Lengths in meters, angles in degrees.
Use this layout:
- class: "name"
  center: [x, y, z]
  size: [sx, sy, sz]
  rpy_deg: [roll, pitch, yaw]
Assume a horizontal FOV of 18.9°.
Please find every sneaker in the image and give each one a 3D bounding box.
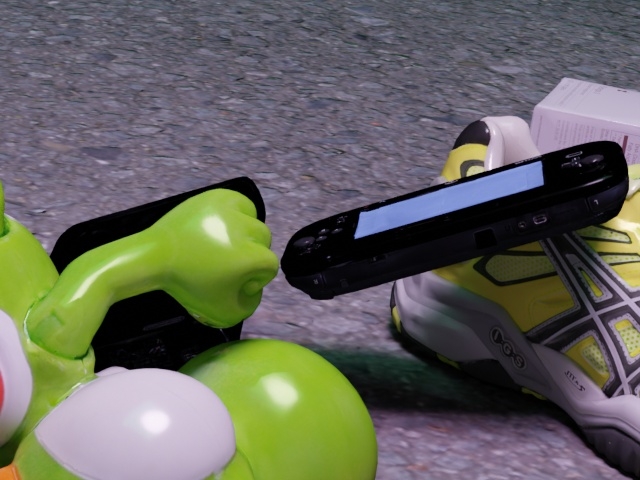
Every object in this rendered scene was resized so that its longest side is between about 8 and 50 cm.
- class: "sneaker"
  center: [0.199, 0.041, 1.119]
  size: [0.384, 0.147, 0.145]
  rpy_deg: [23, 23, 35]

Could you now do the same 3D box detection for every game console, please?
- class: "game console"
  center: [0.000, 0.000, 1.112]
  size: [0.361, 0.044, 0.213]
  rpy_deg: [-15, 22, 9]

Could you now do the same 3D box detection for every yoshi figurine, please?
- class: "yoshi figurine"
  center: [-0.116, 0.053, 0.880]
  size: [0.362, 0.203, 0.203]
  rpy_deg: [41, 70, 11]

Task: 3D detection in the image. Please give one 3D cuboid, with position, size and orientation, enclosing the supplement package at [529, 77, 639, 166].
- class: "supplement package"
  center: [0.249, -0.047, 1.443]
  size: [0.179, 0.105, 0.105]
  rpy_deg: [13, 20, 15]
